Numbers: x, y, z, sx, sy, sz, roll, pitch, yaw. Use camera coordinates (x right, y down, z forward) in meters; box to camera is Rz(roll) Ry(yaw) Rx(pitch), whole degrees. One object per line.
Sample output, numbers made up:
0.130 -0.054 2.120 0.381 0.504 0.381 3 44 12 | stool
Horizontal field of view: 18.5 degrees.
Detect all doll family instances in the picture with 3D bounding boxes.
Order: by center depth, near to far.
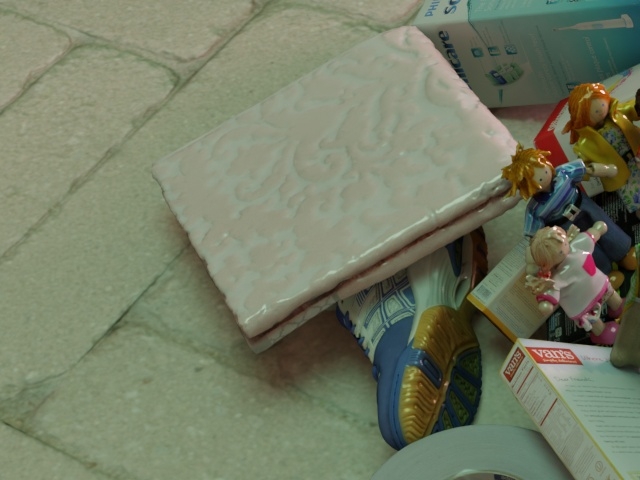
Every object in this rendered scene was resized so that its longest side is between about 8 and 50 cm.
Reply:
0.243 -0.043 1.759 0.263 0.163 0.118 -53 34 -15 | doll family

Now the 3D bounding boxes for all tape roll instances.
0.138 0.259 1.642 0.219 0.072 0.219 -6 43 6 | tape roll

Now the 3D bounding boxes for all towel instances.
0.017 -0.060 1.907 0.317 0.053 0.332 -30 37 -2 | towel

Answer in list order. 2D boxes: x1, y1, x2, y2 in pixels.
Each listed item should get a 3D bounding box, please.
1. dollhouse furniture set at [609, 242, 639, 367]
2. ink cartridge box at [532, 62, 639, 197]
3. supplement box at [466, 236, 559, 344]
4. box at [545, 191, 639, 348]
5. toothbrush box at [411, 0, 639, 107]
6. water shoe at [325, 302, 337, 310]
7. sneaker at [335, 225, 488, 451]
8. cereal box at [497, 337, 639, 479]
0.413 0.056 1.648 0.302 0.197 0.151 23 58 11 | dollhouse furniture set
0.294 -0.112 1.900 0.231 0.078 0.134 -25 11 26 | ink cartridge box
0.193 0.041 1.817 0.098 0.062 0.036 -46 30 0 | supplement box
0.296 0.015 1.830 0.184 0.045 0.190 -24 38 25 | box
0.276 -0.256 2.066 0.296 0.126 0.216 -2 42 30 | toothbrush box
0.000 0.000 1.961 0.080 0.073 0.203 -21 37 29 | water shoe
0.076 0.089 1.831 0.131 0.112 0.296 -14 39 25 | sneaker
0.276 0.177 1.656 0.173 0.047 0.240 8 31 -33 | cereal box
